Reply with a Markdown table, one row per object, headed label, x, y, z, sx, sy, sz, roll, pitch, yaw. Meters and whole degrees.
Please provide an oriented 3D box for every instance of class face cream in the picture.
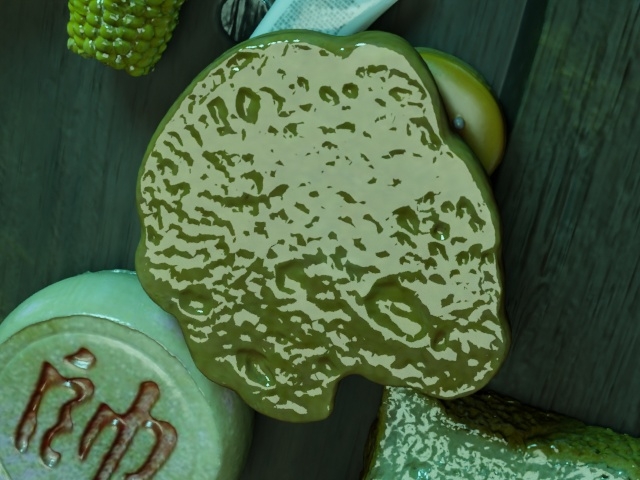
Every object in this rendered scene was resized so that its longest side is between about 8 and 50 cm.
| label | x | y | z | sx | sy | sz | roll | pitch | yaw |
| --- | --- | --- | --- | --- | --- | --- | --- | --- | --- |
| face cream | -0.028 | -0.161 | 1.165 | 0.092 | 0.058 | 0.243 | 43 | 109 | 3 |

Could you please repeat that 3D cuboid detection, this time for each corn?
| label | x | y | z | sx | sy | sz | roll | pitch | yaw |
| --- | --- | --- | --- | --- | --- | --- | --- | --- | --- |
| corn | -0.137 | -0.285 | 1.110 | 0.115 | 0.115 | 0.318 | 22 | 114 | 3 |

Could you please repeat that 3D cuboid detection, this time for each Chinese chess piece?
| label | x | y | z | sx | sy | sz | roll | pitch | yaw |
| --- | --- | --- | --- | --- | --- | --- | --- | --- | --- |
| Chinese chess piece | -0.195 | 0.162 | 1.297 | 0.270 | 0.112 | 0.270 | 4 | 111 | 11 |

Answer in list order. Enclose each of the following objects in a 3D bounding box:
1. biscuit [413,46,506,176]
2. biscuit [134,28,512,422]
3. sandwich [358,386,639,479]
| label | x | y | z | sx | sy | sz | roll | pitch | yaw |
| --- | --- | --- | --- | --- | --- | --- | --- | --- | --- |
| biscuit | 0.068 | -0.089 | 1.171 | 0.170 | 0.050 | 0.170 | 4 | 111 | 10 |
| biscuit | 0.000 | 0.000 | 1.155 | 0.312 | 0.057 | 0.351 | -30 | 100 | 17 |
| sandwich | 0.151 | 0.248 | 1.267 | 0.251 | 0.087 | 0.226 | 20 | 115 | 4 |
